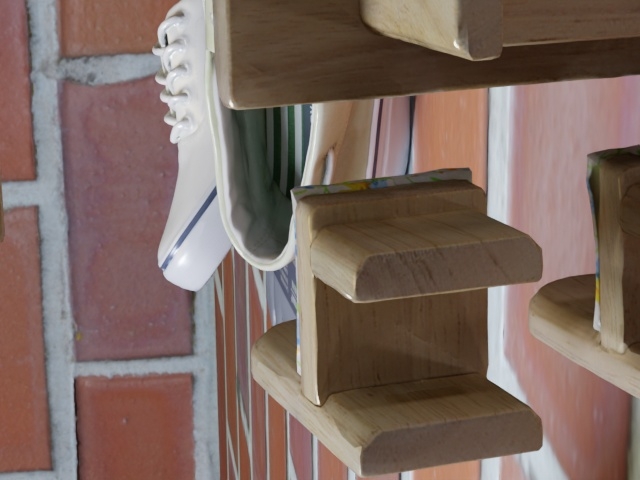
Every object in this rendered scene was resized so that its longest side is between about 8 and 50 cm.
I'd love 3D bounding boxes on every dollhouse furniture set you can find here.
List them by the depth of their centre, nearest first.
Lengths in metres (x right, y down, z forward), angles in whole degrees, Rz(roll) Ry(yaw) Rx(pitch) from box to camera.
[{"bbox_3d":[-0.014,-0.071,0.438,0.161,0.242,0.212,-148,54,-67],"label":"dollhouse furniture set"}]

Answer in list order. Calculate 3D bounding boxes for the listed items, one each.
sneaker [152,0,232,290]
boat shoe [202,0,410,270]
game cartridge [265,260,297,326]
[{"bbox_3d":[-0.059,-0.096,1.107,0.094,0.091,0.258,137,154,-65],"label":"sneaker"},{"bbox_3d":[-0.009,-0.112,0.924,0.094,0.109,0.302,-48,-36,-39],"label":"boat shoe"},{"bbox_3d":[0.000,0.000,1.217,0.297,0.062,0.198,-124,27,-77],"label":"game cartridge"}]
